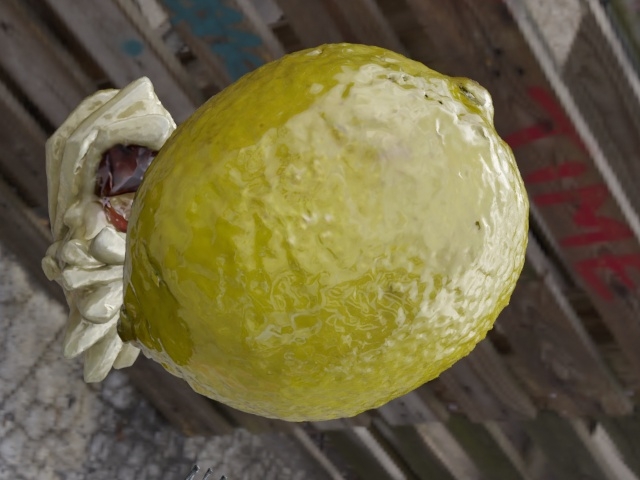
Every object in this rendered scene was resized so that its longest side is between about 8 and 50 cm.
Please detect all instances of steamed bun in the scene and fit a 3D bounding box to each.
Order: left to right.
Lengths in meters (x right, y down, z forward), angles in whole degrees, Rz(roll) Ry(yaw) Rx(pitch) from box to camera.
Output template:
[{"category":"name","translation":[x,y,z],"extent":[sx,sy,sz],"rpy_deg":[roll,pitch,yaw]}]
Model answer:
[{"category":"steamed bun","translation":[-0.251,0.023,1.509],"extent":[0.247,0.189,0.428],"rpy_deg":[-25,140,-22]}]

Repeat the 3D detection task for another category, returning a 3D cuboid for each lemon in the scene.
[{"category":"lemon","translation":[0.000,0.000,0.868],"extent":[0.322,0.268,0.268],"rpy_deg":[-39,125,10]}]

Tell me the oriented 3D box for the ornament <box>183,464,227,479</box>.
[{"category":"ornament","translation":[-0.172,0.347,1.513],"extent":[0.028,0.073,0.125],"rpy_deg":[42,62,-32]}]
